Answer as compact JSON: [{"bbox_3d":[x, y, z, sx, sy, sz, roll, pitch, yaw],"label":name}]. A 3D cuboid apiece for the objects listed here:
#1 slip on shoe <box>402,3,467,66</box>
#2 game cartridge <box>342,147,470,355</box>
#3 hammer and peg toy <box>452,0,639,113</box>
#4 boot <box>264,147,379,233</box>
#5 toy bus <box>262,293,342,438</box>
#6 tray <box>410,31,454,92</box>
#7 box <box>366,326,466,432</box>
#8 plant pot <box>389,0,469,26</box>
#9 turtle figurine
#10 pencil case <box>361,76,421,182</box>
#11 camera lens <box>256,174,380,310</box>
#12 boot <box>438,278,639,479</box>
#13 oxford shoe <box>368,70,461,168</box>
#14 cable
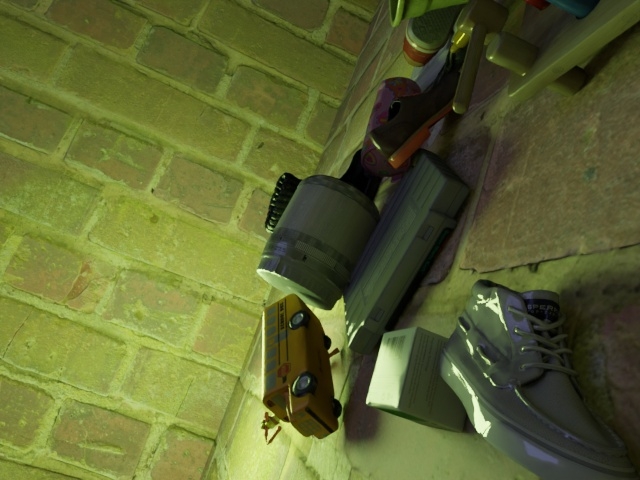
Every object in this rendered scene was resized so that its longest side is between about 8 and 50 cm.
[{"bbox_3d":[0.276,-0.525,1.082,0.331,0.123,0.101,-59,-1,-22],"label":"slip on shoe"},{"bbox_3d":[0.144,0.018,0.893,0.230,0.068,0.355,-100,34,-64],"label":"game cartridge"},{"bbox_3d":[0.300,-0.299,0.573,0.361,0.127,0.266,142,146,-70],"label":"hammer and peg toy"},{"bbox_3d":[0.011,-0.146,1.328,0.131,0.260,0.348,152,139,-74],"label":"boot"},{"bbox_3d":[-0.050,0.258,1.004,0.130,0.108,0.333,-30,31,13],"label":"toy bus"},{"bbox_3d":[0.292,-0.466,1.221,0.270,0.030,0.145,150,140,-73],"label":"tray"},{"bbox_3d":[0.124,0.171,0.591,0.101,0.087,0.102,138,152,-67],"label":"box"},{"bbox_3d":[0.249,-0.512,0.789,0.276,0.253,0.276,-1,-90,-87],"label":"plant pot"},{"bbox_3d":[-0.055,0.340,1.141,0.270,0.087,0.217,-55,26,1],"label":"turtle figurine"},{"bbox_3d":[0.179,-0.279,1.176,0.124,0.124,0.284,127,161,-53],"label":"pencil case"},{"bbox_3d":[0.000,0.000,1.130,0.274,0.219,0.219,-63,9,-16],"label":"camera lens"},{"bbox_3d":[0.181,0.103,0.418,0.258,0.095,0.123,-140,65,-80],"label":"boot"},{"bbox_3d":[0.200,-0.267,0.945,0.271,0.098,0.097,-49,4,-24],"label":"oxford shoe"},{"bbox_3d":[0.282,-0.408,1.036,0.287,0.072,0.139,-52,13,56],"label":"cable"}]
